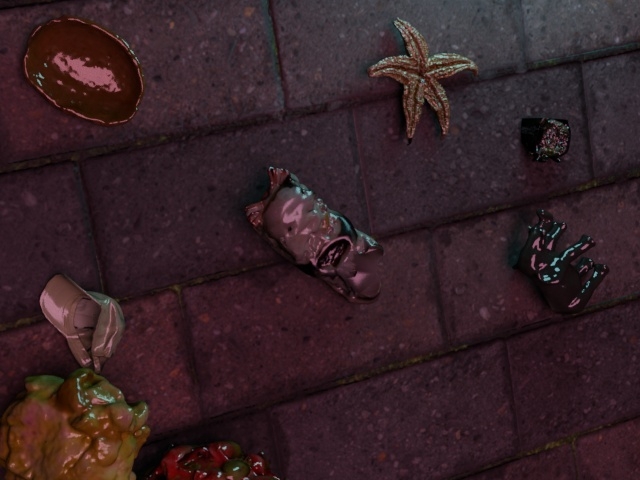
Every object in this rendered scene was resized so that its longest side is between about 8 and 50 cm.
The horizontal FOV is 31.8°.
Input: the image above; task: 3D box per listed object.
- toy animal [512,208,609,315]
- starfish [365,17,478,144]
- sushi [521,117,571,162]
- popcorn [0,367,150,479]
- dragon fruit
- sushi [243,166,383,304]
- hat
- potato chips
[{"bbox_3d":[0.460,0.047,2.149,0.146,0.114,0.245,-47,111,-12],"label":"toy animal"},{"bbox_3d":[0.186,-0.291,2.029,0.240,0.043,0.227,-11,103,-25],"label":"starfish"},{"bbox_3d":[0.432,-0.191,2.144,0.083,0.056,0.085,-2,96,-31],"label":"sushi"},{"bbox_3d":[-0.377,0.314,1.766,0.259,0.212,0.259,-2,82,16],"label":"popcorn"},{"bbox_3d":[-0.180,0.451,1.857,0.302,0.231,0.237,15,96,-25],"label":"dragon fruit"},{"bbox_3d":[0.000,0.000,1.936,0.332,0.130,0.124,37,81,-23],"label":"sushi"},{"bbox_3d":[-0.385,0.126,1.826,0.166,0.081,0.122,44,118,-7],"label":"hat"},{"bbox_3d":[-0.375,-0.271,1.785,0.201,0.049,0.150,23,91,-26],"label":"potato chips"}]
